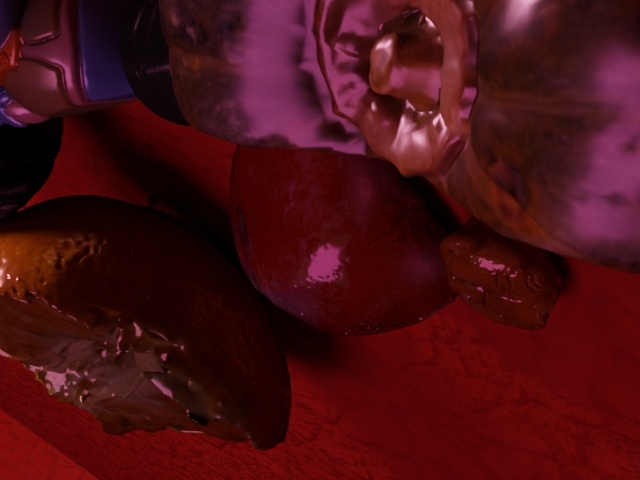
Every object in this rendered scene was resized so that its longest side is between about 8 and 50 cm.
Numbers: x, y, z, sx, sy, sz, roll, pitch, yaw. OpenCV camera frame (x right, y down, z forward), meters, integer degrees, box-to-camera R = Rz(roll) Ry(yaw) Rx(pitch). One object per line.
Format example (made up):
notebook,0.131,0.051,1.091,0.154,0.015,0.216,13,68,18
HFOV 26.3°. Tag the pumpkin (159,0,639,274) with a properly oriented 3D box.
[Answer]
pumpkin,0.091,-0.096,0.484,0.317,0.222,0.139,17,120,46

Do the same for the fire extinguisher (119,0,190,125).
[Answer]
fire extinguisher,-0.001,-0.116,0.736,0.114,0.095,0.311,10,175,-28

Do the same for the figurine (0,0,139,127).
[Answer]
figurine,-0.206,-0.169,0.948,0.262,0.154,0.180,2,129,34

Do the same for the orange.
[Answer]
orange,-0.164,0.076,1.225,0.335,0.196,0.262,38,171,-11

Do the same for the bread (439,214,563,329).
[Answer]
bread,0.113,0.018,0.855,0.081,0.046,0.083,33,156,16

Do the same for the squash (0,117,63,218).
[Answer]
squash,-0.303,-0.109,1.168,0.193,0.156,0.193,7,105,26

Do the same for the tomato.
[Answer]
tomato,0.000,0.000,0.941,0.189,0.099,0.173,47,160,-9
